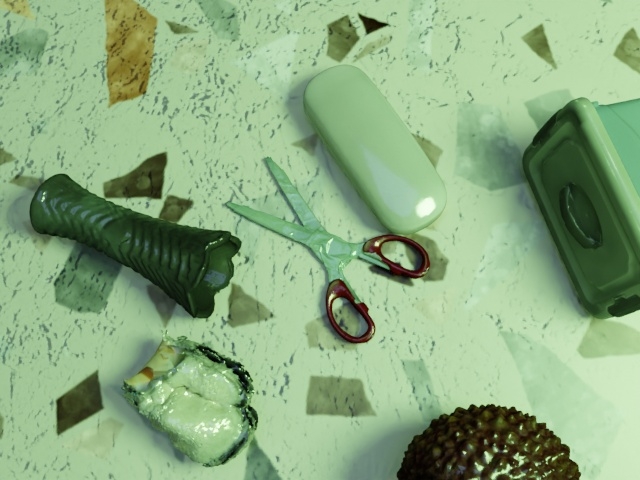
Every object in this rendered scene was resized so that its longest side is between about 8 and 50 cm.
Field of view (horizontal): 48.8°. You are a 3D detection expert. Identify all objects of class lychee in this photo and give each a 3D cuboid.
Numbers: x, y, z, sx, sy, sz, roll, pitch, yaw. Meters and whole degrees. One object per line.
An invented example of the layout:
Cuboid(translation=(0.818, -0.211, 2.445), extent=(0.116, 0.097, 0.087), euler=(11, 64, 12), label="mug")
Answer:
Cuboid(translation=(0.170, 0.249, 0.698), extent=(0.187, 0.188, 0.188), euler=(-1, 75, 4), label="lychee")

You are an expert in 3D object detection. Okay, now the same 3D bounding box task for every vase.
Cuboid(translation=(-0.222, -0.003, 0.830), extent=(0.237, 0.115, 0.116), euler=(23, 78, 12), label="vase")

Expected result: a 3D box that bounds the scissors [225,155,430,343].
Cuboid(translation=(0.000, 0.000, 0.854), extent=(0.247, 0.017, 0.144), euler=(39, 80, 14), label="scissors")

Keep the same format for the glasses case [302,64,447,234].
Cuboid(translation=(0.064, -0.113, 0.855), extent=(0.092, 0.059, 0.233), euler=(-33, 76, -6), label="glasses case")

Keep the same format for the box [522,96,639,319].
Cuboid(translation=(0.324, -0.039, 0.771), extent=(0.129, 0.162, 0.227), euler=(-17, 75, -12), label="box")

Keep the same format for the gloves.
Cuboid(translation=(-0.136, 0.175, 0.789), extent=(0.153, 0.070, 0.114), euler=(35, 74, 12), label="gloves")
